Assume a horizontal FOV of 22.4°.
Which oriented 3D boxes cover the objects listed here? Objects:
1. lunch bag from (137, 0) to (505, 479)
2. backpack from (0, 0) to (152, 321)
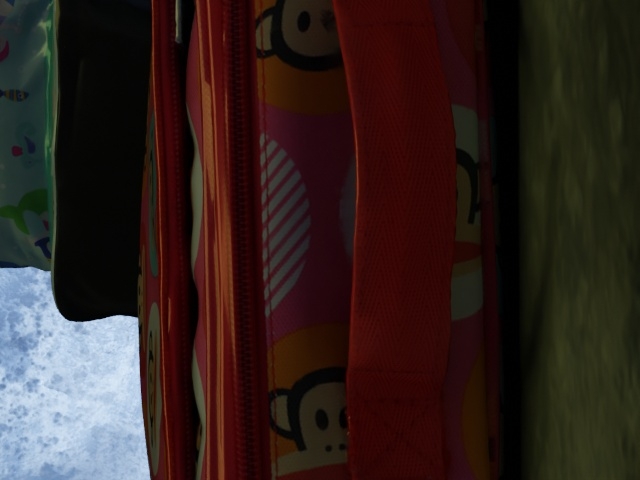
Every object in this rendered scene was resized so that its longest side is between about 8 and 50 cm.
[{"bbox_3d":[0.000,0.000,0.567,0.258,0.120,0.293,151,117,-80],"label":"lunch bag"},{"bbox_3d":[-0.087,-0.084,0.943,0.253,0.191,0.225,-54,-29,-59],"label":"backpack"}]
